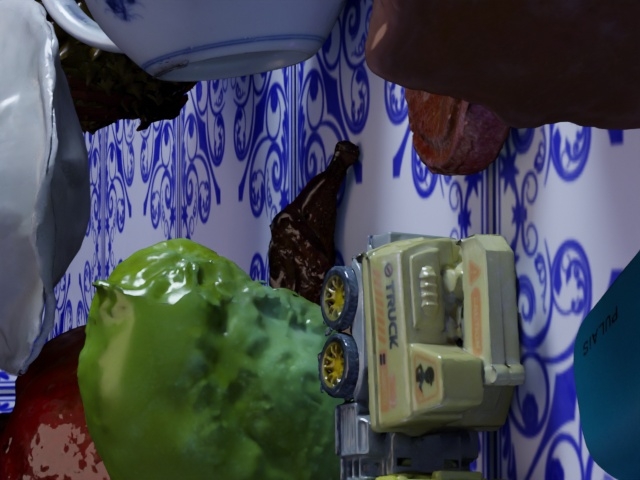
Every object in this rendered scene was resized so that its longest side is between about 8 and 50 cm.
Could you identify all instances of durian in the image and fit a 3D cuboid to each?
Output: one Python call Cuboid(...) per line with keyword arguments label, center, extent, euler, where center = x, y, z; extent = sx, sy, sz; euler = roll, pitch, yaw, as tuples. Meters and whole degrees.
Cuboid(label="durian", center=(-0.237, -0.272, 1.924), extent=(0.384, 0.348, 0.347), euler=(-38, 48, 32))
Cuboid(label="durian", center=(-0.074, 0.154, 1.550), extent=(0.255, 0.340, 0.204), euler=(-60, 12, 5))

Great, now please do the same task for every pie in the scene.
Cuboid(label="pie", center=(0.103, -0.134, 1.322), extent=(0.182, 0.050, 0.182), euler=(179, 90, -77))

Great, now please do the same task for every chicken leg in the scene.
Cuboid(label="chicken leg", center=(-0.005, -0.001, 1.660), extent=(0.093, 0.053, 0.205), euler=(23, 121, 46))

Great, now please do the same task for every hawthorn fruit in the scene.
Cuboid(label="hawthorn fruit", center=(-0.206, 0.209, 1.791), extent=(0.285, 0.369, 0.284), euler=(16, -90, -88))

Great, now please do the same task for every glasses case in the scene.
Cuboid(label="glasses case", center=(0.218, 0.019, 0.939), extent=(0.301, 0.070, 0.117), euler=(115, 150, -55))

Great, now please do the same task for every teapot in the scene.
Cuboid(label="teapot", center=(-0.099, -0.289, 1.600), extent=(0.424, 0.252, 0.280), euler=(-12, 86, 36))

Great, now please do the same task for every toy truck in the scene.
Cuboid(label="toy truck", center=(0.085, 0.124, 1.268), extent=(0.157, 0.124, 0.272), euler=(-20, 67, 60))

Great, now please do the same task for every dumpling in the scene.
Cuboid(label="dumpling", center=(-0.295, -0.047, 1.738), extent=(0.341, 0.181, 0.260), euler=(-60, 34, 1))

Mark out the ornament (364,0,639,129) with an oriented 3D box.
Cuboid(label="ornament", center=(0.123, -0.201, 1.054), extent=(0.235, 0.221, 0.217), euler=(-36, 36, 16))
